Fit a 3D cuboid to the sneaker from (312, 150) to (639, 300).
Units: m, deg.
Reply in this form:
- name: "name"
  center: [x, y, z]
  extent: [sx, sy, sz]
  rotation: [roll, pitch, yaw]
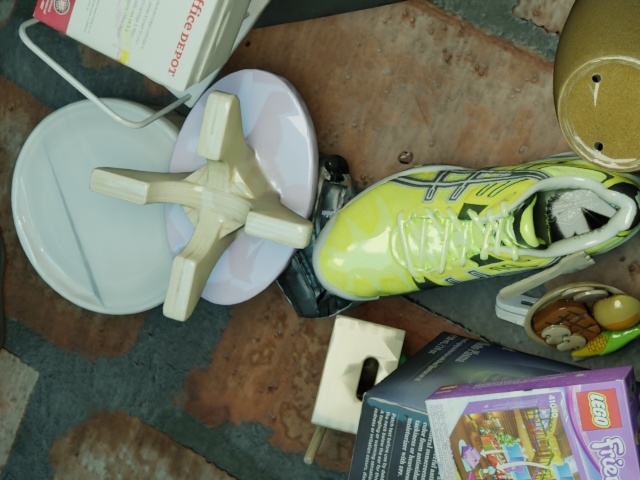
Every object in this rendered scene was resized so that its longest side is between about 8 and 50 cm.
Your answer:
- name: "sneaker"
  center: [0.173, -0.024, 1.727]
  extent: [0.384, 0.147, 0.145]
  rotation: [-16, 94, 6]

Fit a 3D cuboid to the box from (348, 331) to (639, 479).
- name: "box"
  center: [0.217, 0.244, 1.736]
  extent: [0.294, 0.296, 0.183]
  rotation: [14, 105, 18]

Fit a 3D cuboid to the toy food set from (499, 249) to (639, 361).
- name: "toy food set"
  center: [0.292, 0.090, 1.743]
  extent: [0.132, 0.192, 0.038]
  rotation: [-27, 47, 26]

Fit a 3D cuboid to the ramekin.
- name: "ramekin"
  center: [-0.237, -0.051, 1.949]
  extent: [0.273, 0.127, 0.273]
  rotation: [4, 103, 20]

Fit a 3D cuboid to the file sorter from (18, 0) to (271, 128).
- name: "file sorter"
  center: [-0.169, -0.290, 1.714]
  extent: [0.193, 0.173, 0.278]
  rotation: [40, 117, 3]

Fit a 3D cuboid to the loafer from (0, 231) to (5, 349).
- name: "loafer"
  center: [-0.468, 0.056, 2.089]
  extent: [0.080, 0.078, 0.220]
  rotation: [-3, 100, 22]

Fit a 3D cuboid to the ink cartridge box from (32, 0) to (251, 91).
- name: "ink cartridge box"
  center: [-0.167, -0.251, 1.558]
  extent: [0.176, 0.127, 0.128]
  rotation: [28, 116, 8]

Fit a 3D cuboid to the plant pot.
- name: "plant pot"
  center: [0.332, -0.164, 1.608]
  extent: [0.237, 0.254, 0.237]
  rotation: [10, 115, 22]

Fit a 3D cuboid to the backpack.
- name: "backpack"
  center: [0.000, 0.000, 1.870]
  extent: [0.152, 0.115, 0.182]
  rotation: [-20, 90, 26]

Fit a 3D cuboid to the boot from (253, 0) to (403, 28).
- name: "boot"
  center: [0.076, -0.446, 1.745]
  extent: [0.445, 0.146, 0.367]
  rotation: [-5, 97, 27]

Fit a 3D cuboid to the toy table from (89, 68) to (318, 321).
- name: "toy table"
  center: [-0.112, -0.051, 1.749]
  extent: [0.252, 0.161, 0.274]
  rotation: [4, 100, 15]

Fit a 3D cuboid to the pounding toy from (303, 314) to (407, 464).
- name: "pounding toy"
  center: [0.045, 0.187, 1.857]
  extent: [0.094, 0.206, 0.181]
  rotation: [13, 87, 3]

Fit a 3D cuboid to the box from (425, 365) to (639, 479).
- name: "box"
  center: [0.231, 0.279, 1.543]
  extent: [0.201, 0.057, 0.293]
  rotation: [-8, 98, 23]

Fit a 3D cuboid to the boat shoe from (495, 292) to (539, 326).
- name: "boat shoe"
  center: [0.252, 0.090, 1.835]
  extent: [0.100, 0.035, 0.035]
  rotation: [15, 133, 15]
